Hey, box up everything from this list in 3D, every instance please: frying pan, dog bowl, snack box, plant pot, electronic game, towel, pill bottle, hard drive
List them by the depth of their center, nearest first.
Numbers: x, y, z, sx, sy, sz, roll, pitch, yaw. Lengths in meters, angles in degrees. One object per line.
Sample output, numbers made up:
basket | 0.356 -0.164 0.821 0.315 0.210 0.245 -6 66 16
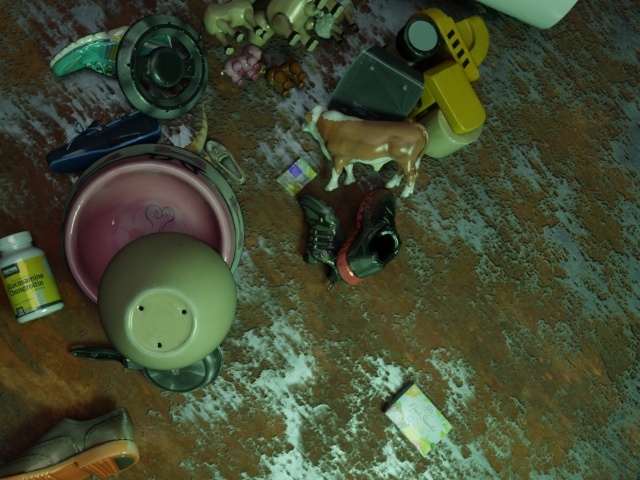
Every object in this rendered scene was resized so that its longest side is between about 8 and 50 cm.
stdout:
plant pot | -0.303 0.137 1.460 0.284 0.191 0.284 -1 100 -8
dog bowl | -0.364 -0.005 1.603 0.407 0.150 0.408 -1 98 -8
pill bottle | -0.637 0.078 1.616 0.103 0.103 0.184 -21 90 -9
frying pan | -0.373 0.243 1.626 0.326 0.053 0.197 20 120 -11
electronic game | -0.350 -0.388 1.666 0.229 0.048 0.229 -14 111 -38
hard drive | 0.127 -0.335 1.689 0.172 0.255 0.054 30 66 -5
snack box | 0.229 0.423 1.763 0.100 0.037 0.141 -43 94 -10
towel | -0.056 -0.150 1.766 0.083 0.009 0.060 -42 93 -9

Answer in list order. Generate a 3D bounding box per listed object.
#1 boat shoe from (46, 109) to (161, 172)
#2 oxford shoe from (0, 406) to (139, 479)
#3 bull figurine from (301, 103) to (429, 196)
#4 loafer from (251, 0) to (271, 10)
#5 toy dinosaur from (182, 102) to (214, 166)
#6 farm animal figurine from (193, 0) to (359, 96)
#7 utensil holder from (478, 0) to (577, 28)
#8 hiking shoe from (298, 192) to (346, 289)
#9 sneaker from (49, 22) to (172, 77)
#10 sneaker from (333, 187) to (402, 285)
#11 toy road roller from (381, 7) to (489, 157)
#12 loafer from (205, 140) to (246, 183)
boat shoe | -0.491 -0.225 1.670 0.258 0.109 0.089 -22 81 -26
oxford shoe | -0.574 0.466 1.616 0.363 0.130 0.133 -16 57 -3
bull figurine | 0.093 -0.210 1.715 0.310 0.101 0.188 8 113 18
loafer | -0.077 -0.573 1.743 0.251 0.094 0.087 -21 93 -10
toy dinosaur | -0.291 -0.196 1.694 0.112 0.064 0.211 39 89 -12
farm animal figurine | -0.103 -0.490 1.642 0.326 0.330 0.172 -41 68 7
utensil holder | 0.419 -0.704 1.716 0.385 0.327 0.328 23 84 -9
hiking shoe | 0.000 0.000 1.727 0.114 0.086 0.227 -34 93 -12
sneaker | -0.469 -0.415 1.675 0.275 0.107 0.110 -17 98 -9
sneaker | 0.133 -0.021 1.683 0.097 0.135 0.276 46 48 -23
toy road roller | 0.299 -0.384 1.744 0.240 0.202 0.330 -27 91 -20
loafer | -0.218 -0.185 1.727 0.045 0.039 0.125 -42 94 -7
